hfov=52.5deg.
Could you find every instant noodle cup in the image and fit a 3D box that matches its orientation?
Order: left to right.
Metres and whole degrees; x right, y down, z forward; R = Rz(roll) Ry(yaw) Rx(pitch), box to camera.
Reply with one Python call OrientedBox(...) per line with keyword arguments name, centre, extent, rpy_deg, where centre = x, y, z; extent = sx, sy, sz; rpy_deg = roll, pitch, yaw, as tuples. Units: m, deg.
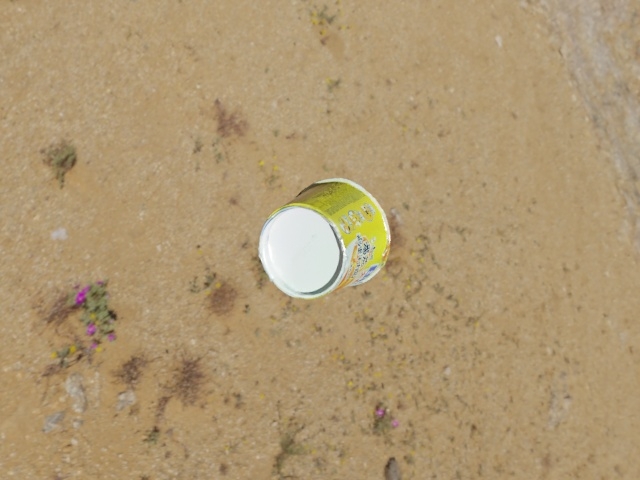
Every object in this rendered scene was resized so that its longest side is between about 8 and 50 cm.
OrientedBox(name="instant noodle cup", centre=(0.000, 0.000, 1.095), extent=(0.153, 0.205, 0.204), rpy_deg=(-24, 90, -62))
